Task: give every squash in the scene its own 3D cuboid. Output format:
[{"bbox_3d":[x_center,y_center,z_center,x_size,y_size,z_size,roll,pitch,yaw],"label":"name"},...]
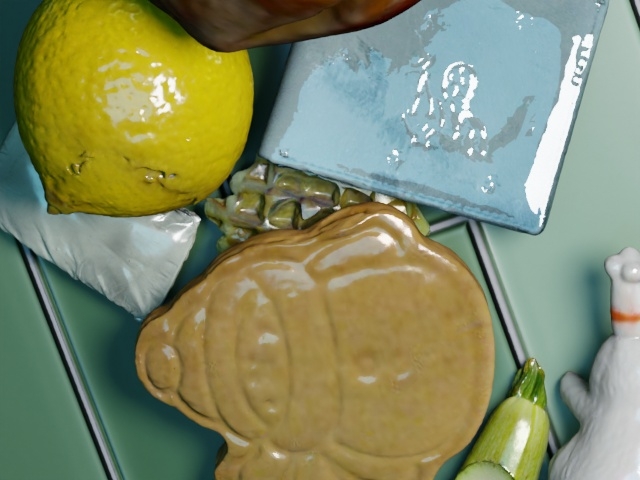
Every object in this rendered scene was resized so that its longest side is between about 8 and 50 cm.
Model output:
[{"bbox_3d":[0.182,0.214,1.789,0.090,0.075,0.200,25,102,39],"label":"squash"}]

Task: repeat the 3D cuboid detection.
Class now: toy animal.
[{"bbox_3d":[0.306,0.149,1.736,0.140,0.138,0.282,10,93,-1],"label":"toy animal"}]

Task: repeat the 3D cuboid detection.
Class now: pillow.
[{"bbox_3d":[-0.237,-0.027,1.828,0.229,0.051,0.128,34,98,4],"label":"pillow"}]

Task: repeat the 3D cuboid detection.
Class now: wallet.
[{"bbox_3d":[0.107,-0.157,1.731,0.290,0.054,0.251,17,91,2],"label":"wallet"}]

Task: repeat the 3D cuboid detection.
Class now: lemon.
[{"bbox_3d":[-0.177,-0.147,1.711,0.228,0.228,0.253,3,96,8],"label":"lemon"}]

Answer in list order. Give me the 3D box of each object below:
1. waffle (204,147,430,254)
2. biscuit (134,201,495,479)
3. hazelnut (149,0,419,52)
[{"bbox_3d":[-0.001,0.001,1.794,0.204,0.054,0.223,-30,96,12],"label":"waffle"},{"bbox_3d":[0.001,0.129,1.779,0.351,0.057,0.312,-14,109,9],"label":"biscuit"},{"bbox_3d":[-0.018,-0.372,1.545,0.429,0.402,0.402,14,102,35],"label":"hazelnut"}]
